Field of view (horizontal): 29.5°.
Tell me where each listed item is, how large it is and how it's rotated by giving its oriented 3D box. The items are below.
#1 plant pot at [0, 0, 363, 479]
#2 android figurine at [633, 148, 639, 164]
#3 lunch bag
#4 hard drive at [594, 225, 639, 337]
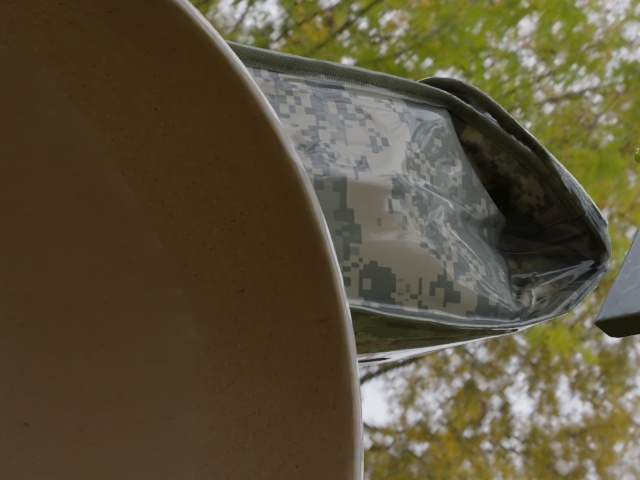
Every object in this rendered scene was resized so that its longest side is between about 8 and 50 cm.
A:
[{"bbox_3d":[-0.145,0.061,0.354,0.191,0.284,0.284,-8,-57,38],"label":"plant pot"},{"bbox_3d":[0.477,-0.143,1.377,0.056,0.273,0.248,63,-22,16],"label":"android figurine"},{"bbox_3d":[0.000,0.000,0.748,0.287,0.169,0.235,7,-16,-25],"label":"lunch bag"},{"bbox_3d":[0.249,0.002,0.834,0.022,0.135,0.094,39,-26,-15],"label":"hard drive"}]
